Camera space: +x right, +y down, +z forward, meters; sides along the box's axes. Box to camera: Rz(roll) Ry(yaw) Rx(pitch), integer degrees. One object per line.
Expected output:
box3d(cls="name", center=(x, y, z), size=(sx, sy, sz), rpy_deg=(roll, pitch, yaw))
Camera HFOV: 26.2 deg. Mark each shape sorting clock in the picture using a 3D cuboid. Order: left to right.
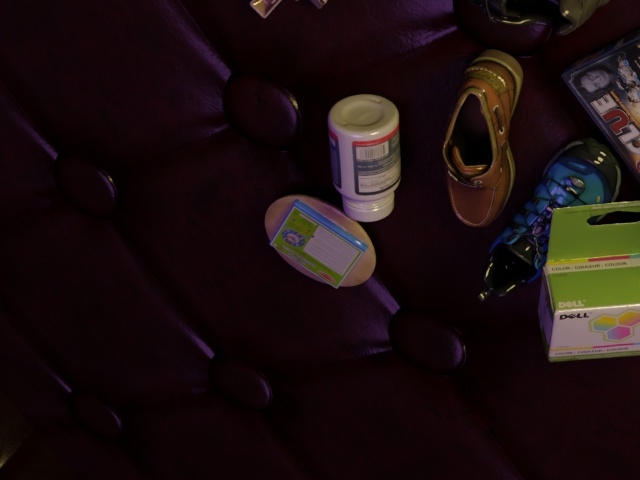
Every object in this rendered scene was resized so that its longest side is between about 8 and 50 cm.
box3d(cls="shape sorting clock", center=(0.000, 0.000, 2.314), size=(0.206, 0.040, 0.206), rpy_deg=(18, 138, 17))

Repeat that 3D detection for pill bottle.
box3d(cls="pill bottle", center=(0.069, -0.122, 2.100), size=(0.108, 0.108, 0.180), rpy_deg=(17, 135, 23))

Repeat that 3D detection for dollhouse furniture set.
box3d(cls="dollhouse furniture set", center=(-0.062, -0.340, 2.011), size=(0.091, 0.081, 0.114), rpy_deg=(44, 139, -7))

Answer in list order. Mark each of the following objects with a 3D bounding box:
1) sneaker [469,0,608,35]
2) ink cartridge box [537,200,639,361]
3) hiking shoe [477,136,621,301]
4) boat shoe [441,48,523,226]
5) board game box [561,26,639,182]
box3d(cls="sneaker", center=(0.225, -0.344, 1.766), size=(0.286, 0.130, 0.109), rpy_deg=(19, 138, 22))
box3d(cls="ink cartridge box", center=(0.413, 0.059, 1.941), size=(0.189, 0.097, 0.255), rpy_deg=(-5, 143, 1))
box3d(cls="hiking shoe", center=(0.334, -0.020, 1.985), size=(0.113, 0.132, 0.304), rpy_deg=(33, 139, 5))
box3d(cls="boat shoe", center=(0.218, -0.127, 1.990), size=(0.111, 0.104, 0.307), rpy_deg=(18, 136, 22))
box3d(cls="board game box", center=(0.457, -0.166, 1.831), size=(0.243, 0.042, 0.165), rpy_deg=(50, 138, -14))
